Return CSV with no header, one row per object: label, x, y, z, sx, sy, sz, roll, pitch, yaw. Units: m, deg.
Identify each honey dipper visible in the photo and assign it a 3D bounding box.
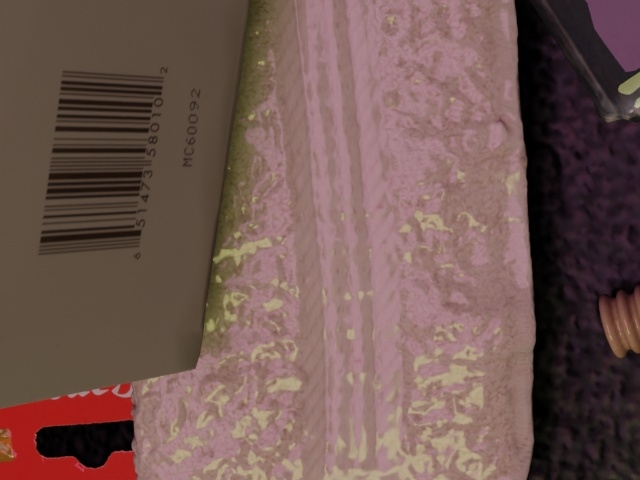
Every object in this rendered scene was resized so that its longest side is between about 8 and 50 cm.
honey dipper,0.200,0.016,0.605,0.161,0.030,0.030,-18,91,19

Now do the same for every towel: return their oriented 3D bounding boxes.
towel,0.000,0.000,0.644,0.187,0.049,0.282,-4,96,4

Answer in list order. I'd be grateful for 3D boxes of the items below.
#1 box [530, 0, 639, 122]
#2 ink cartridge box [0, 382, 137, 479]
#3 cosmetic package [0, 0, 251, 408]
box,0.102,-0.262,0.459,0.212,0.293,0.395,-34,85,23
ink cartridge box,-0.146,0.024,0.731,0.181,0.056,0.224,-8,93,23
cosmetic package,-0.226,-0.071,0.624,0.365,0.155,0.197,17,103,33
